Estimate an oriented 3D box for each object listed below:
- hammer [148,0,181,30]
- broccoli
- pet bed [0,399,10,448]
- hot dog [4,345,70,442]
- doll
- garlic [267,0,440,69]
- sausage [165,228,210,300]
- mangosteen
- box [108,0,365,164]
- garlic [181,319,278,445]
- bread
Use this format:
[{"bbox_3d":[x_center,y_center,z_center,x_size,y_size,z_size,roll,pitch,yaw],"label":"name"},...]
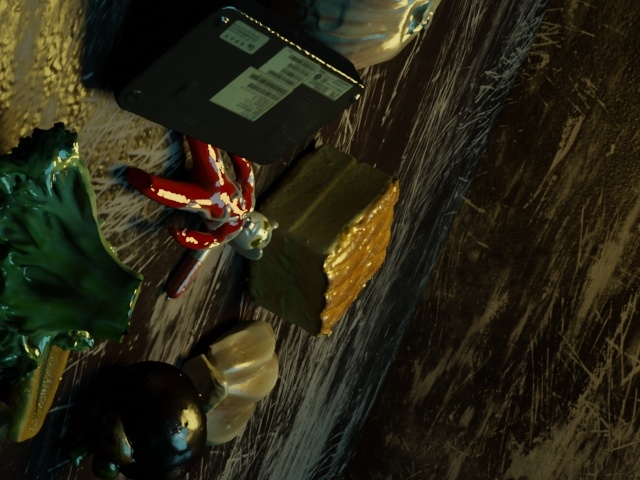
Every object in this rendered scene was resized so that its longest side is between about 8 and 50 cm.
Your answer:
[{"bbox_3d":[-0.176,-0.341,1.350,0.178,0.021,0.065,-51,160,-21],"label":"hammer"},{"bbox_3d":[-0.301,0.028,1.188,0.288,0.246,0.248,105,12,-51],"label":"broccoli"},{"bbox_3d":[-0.494,0.286,1.359,0.201,0.053,0.201,-51,159,-29],"label":"pet bed"},{"bbox_3d":[-0.395,0.160,1.428,0.088,0.061,0.285,-16,132,-63],"label":"hot dog"},{"bbox_3d":[-0.168,-0.067,1.621,0.188,0.099,0.384,-59,154,-9],"label":"doll"},{"bbox_3d":[0.061,-0.394,1.531,0.317,0.259,0.317,-48,153,-33],"label":"garlic"},{"bbox_3d":[-0.198,0.000,1.781,0.253,0.034,0.034,-57,162,-13],"label":"sausage"},{"bbox_3d":[-0.314,0.317,1.713,0.250,0.211,0.211,-16,142,-22],"label":"mangosteen"},{"bbox_3d":[-0.105,-0.214,1.389,0.211,0.058,0.350,-37,152,22],"label":"box"},{"bbox_3d":[-0.192,0.303,2.115,0.279,0.132,0.325,-58,159,17],"label":"garlic"},{"bbox_3d":[0.000,0.000,2.047,0.279,0.207,0.279,-49,160,-31],"label":"bread"}]
